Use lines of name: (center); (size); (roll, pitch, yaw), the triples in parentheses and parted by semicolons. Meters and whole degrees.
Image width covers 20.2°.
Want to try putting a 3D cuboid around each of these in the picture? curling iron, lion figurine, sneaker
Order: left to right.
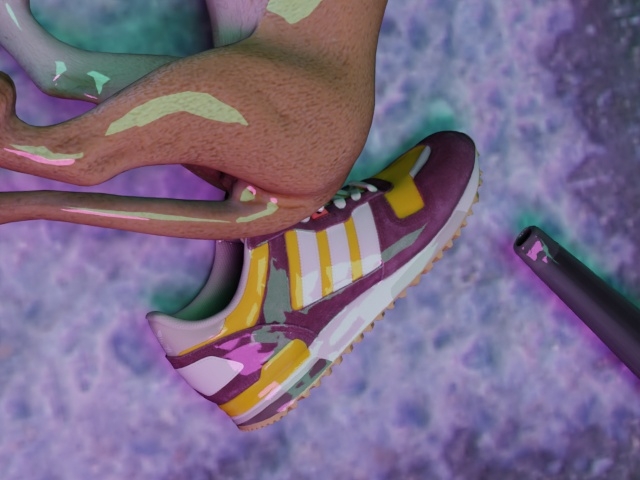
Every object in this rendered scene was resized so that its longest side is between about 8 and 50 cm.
lion figurine: (-0.010, -0.135, 0.831); (0.240, 0.142, 0.392); (23, 86, -18)
sneaker: (0.000, 0.000, 0.858); (0.084, 0.069, 0.185); (46, 71, -15)
curling iron: (0.206, 0.072, 0.956); (0.274, 0.035, 0.068); (33, 73, -18)
